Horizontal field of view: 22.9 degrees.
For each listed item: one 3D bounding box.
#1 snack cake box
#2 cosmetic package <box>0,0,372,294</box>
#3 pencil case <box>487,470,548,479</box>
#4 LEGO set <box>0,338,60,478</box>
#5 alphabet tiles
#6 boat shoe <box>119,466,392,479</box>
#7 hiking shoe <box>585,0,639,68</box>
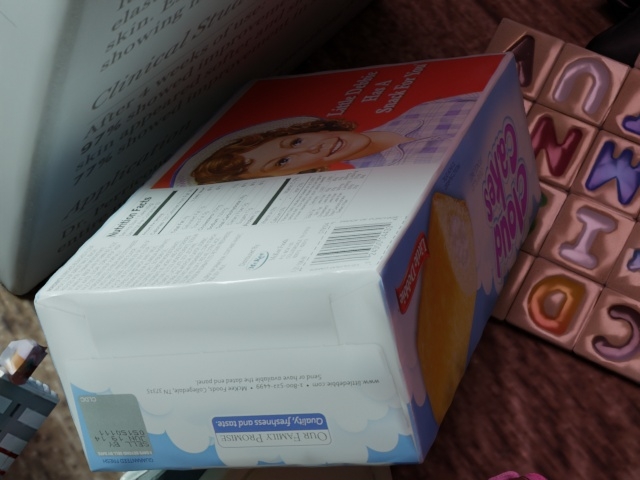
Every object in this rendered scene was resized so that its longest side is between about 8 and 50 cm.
[{"bbox_3d":[0.000,0.000,0.732,0.152,0.089,0.264,-5,23,22],"label":"snack cake box"},{"bbox_3d":[-0.127,-0.250,0.776,0.327,0.394,0.329,44,61,7],"label":"cosmetic package"},{"bbox_3d":[0.124,0.184,0.666,0.209,0.095,0.098,40,97,26],"label":"pencil case"},{"bbox_3d":[-0.276,0.032,0.688,0.331,0.255,0.192,35,86,38],"label":"LEGO set"},{"bbox_3d":[0.176,-0.027,0.835,0.237,0.009,0.198,25,80,19],"label":"alphabet tiles"},{"bbox_3d":[-0.105,0.188,0.684,0.319,0.116,0.099,-42,18,-20],"label":"boat shoe"},{"bbox_3d":[0.229,-0.194,0.951,0.132,0.113,0.304,8,52,7],"label":"hiking shoe"}]
